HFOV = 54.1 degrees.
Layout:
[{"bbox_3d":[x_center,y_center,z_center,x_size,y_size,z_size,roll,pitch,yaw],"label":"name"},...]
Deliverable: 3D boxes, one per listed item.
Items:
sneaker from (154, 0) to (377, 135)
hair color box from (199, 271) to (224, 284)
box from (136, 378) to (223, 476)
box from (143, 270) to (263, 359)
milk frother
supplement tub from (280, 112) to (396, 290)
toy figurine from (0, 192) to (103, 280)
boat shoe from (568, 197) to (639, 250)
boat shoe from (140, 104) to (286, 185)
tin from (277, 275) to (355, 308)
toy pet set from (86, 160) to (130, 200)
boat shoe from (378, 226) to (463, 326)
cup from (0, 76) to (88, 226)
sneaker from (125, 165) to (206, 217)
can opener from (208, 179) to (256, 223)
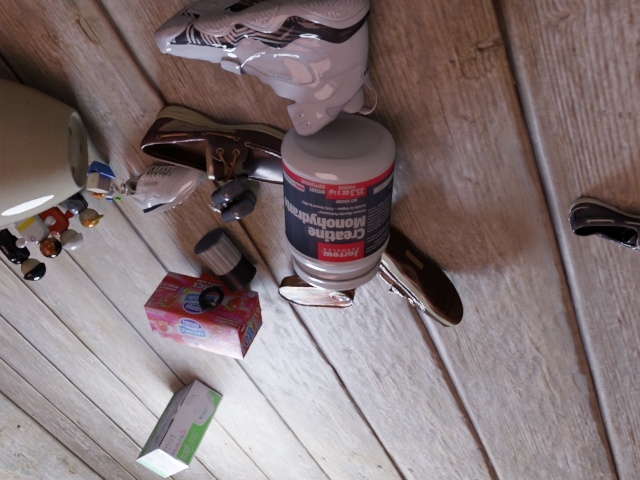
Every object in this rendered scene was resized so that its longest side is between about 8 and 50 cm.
[{"bbox_3d":[-0.083,-0.278,0.994,0.365,0.137,0.210,1,132,23],"label":"sneaker"},{"bbox_3d":[-0.257,0.148,1.629,0.141,0.043,0.072,28,139,-2],"label":"hair color box"},{"bbox_3d":[-0.472,0.627,2.099,0.126,0.262,0.231,37,139,-13],"label":"box"},{"bbox_3d":[-0.285,0.182,1.549,0.256,0.128,0.123,12,135,16],"label":"box"},{"bbox_3d":[-0.249,0.071,1.464,0.129,0.143,0.135,-12,127,42],"label":"milk frother"},{"bbox_3d":[0.030,-0.066,1.101,0.191,0.191,0.272,13,131,16],"label":"supplement tub"},{"bbox_3d":[-0.661,-0.022,1.534,0.209,0.213,0.148,-29,104,40],"label":"toy figurine"},{"bbox_3d":[0.508,-0.005,1.027,0.206,0.065,0.075,20,140,8],"label":"boat shoe"},{"bbox_3d":[-0.181,-0.156,1.193,0.341,0.123,0.123,19,140,9],"label":"boat shoe"},{"bbox_3d":[-0.010,0.118,1.450,0.189,0.040,0.106,0,153,29],"label":"tin"},{"bbox_3d":[-0.489,-0.137,1.452,0.122,0.065,0.114,0,169,32],"label":"toy pet set"},{"bbox_3d":[0.183,0.080,1.284,0.257,0.095,0.095,48,140,-7],"label":"boat shoe"},{"bbox_3d":[-0.621,-0.186,1.294,0.236,0.331,0.331,-3,139,-6],"label":"cup"},{"bbox_3d":[-0.337,-0.122,1.352,0.235,0.090,0.095,-20,113,40],"label":"sneaker"},{"bbox_3d":[-0.167,-0.081,1.213,0.074,0.093,0.280,59,171,-7],"label":"can opener"}]
